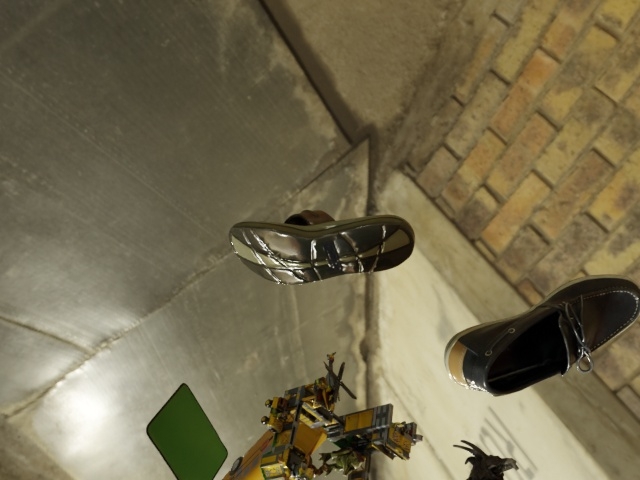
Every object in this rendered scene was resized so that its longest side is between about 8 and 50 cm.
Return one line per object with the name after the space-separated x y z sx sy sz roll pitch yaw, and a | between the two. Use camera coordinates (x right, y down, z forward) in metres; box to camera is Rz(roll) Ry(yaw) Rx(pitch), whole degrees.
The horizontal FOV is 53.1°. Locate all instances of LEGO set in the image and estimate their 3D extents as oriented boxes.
0.060 0.403 1.237 0.192 0.255 0.331 -25 118 34 | LEGO set

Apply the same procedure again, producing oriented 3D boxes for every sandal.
0.001 0.001 1.039 0.302 0.086 0.120 -3 128 10 | sandal

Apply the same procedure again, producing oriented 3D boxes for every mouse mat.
-0.255 0.392 1.246 0.007 0.190 0.152 -20 -165 26 | mouse mat

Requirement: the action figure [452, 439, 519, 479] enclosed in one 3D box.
0.328 0.451 1.058 0.141 0.276 0.164 -27 162 15 | action figure

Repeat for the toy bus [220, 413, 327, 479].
-0.123 0.534 1.478 0.333 0.108 0.130 -49 -168 17 | toy bus

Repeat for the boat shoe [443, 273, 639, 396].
0.519 0.214 1.409 0.500 0.156 0.187 -17 105 -14 | boat shoe
